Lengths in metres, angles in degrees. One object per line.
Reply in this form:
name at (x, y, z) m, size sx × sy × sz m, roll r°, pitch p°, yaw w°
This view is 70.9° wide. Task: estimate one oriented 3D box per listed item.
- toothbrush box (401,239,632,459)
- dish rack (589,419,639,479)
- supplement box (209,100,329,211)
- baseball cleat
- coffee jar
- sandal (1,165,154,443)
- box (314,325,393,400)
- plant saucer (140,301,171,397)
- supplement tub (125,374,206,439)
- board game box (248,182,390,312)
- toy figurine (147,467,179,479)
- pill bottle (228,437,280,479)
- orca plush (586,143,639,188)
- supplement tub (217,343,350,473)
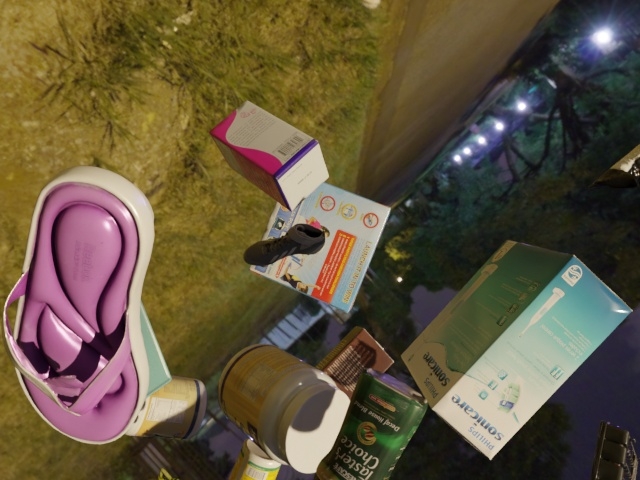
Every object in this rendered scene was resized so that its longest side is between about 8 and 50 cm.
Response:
toothbrush box at (0.289, 0.156, 0.728) m, size 0.295 × 0.126 × 0.216 m, roll -48°, pitch -175°, yaw 2°
dish rack at (0.798, 0.634, 1.207) m, size 0.074 × 0.271 × 0.208 m, roll 3°, pitch -125°, yaw 45°
supplement box at (-0.105, -0.175, 0.910) m, size 0.111 × 0.220 × 0.114 m, roll -44°, pitch 149°, yaw -14°
baseball cleat at (-0.090, 0.003, 1.087) m, size 0.205 × 0.072 × 0.109 m, roll -13°, pitch 148°, yaw -8°
coffee jar at (0.061, 0.272, 0.591) m, size 0.184 × 0.096 × 0.079 m, roll -65°, pitch 159°, yaw -2°
sandal at (-0.296, 0.114, 0.529) m, size 0.102 × 0.169 × 0.416 m, roll -88°, pitch -169°, yaw -63°
box at (0.088, 0.547, 1.819) m, size 0.381 × 0.191 × 0.143 m, roll -42°, pitch -178°, yaw -11°
plant saucer at (-0.277, 0.141, 0.668) m, size 0.018 × 0.192 × 0.067 m, roll -13°, pitch -170°, yaw 35°
supplement tub at (-0.618, 0.621, 1.700) m, size 0.228 × 0.316 × 0.228 m, roll -35°, pitch -135°, yaw 44°
board game box at (0.000, 0.000, 1.257) m, size 0.086 × 0.301 × 0.308 m, roll 28°, pitch 84°, yaw -81°
toy figurine at (-0.327, 0.760, 1.076) m, size 0.191 × 0.362 × 0.217 m, roll -55°, pitch 180°, yaw 41°
pill bottle at (-0.188, 0.652, 1.208) m, size 0.117 × 0.117 × 0.208 m, roll -20°, pitch 132°, yaw -86°
orca plush at (0.578, -0.142, 0.719) m, size 0.287 × 0.102 × 0.151 m, roll -31°, pitch 160°, yaw -25°
supplement tub at (-0.098, 0.429, 1.184) m, size 0.241 × 0.241 × 0.331 m, roll -42°, pitch -151°, yaw -26°
